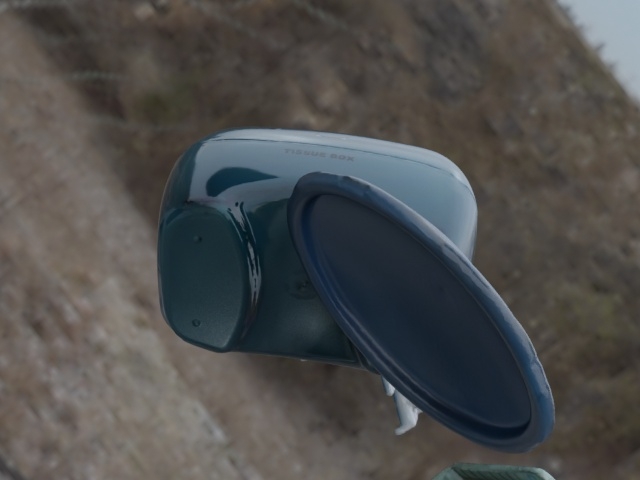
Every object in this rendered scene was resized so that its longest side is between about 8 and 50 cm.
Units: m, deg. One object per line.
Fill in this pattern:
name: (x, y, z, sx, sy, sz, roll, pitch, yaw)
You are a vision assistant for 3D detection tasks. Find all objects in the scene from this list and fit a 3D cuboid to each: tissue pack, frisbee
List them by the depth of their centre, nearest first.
frisbee: (0.087, 0.052, 1.439, 0.289, 0.049, 0.289, 41, -22, 20)
tissue pack: (0.000, 0.000, 1.653, 0.206, 0.287, 0.198, -68, 162, -59)

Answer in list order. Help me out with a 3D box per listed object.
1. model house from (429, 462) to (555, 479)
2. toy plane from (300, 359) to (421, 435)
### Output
model house: (0.149, 0.305, 1.278, 0.224, 0.198, 0.215, 45, 38, -29)
toy plane: (0.063, 0.074, 1.875, 0.267, 0.123, 0.267, -14, 90, -74)
